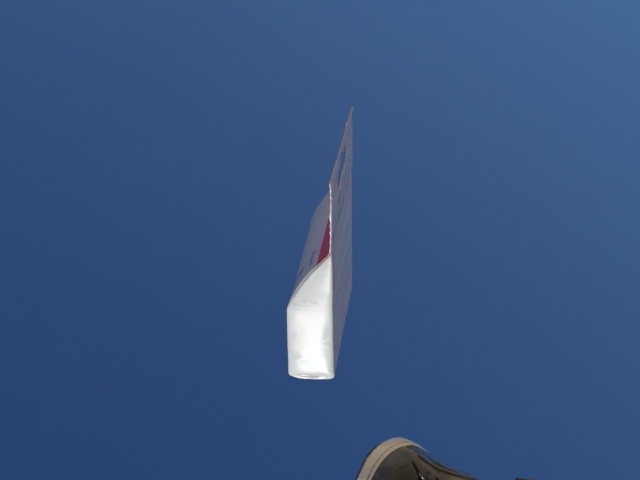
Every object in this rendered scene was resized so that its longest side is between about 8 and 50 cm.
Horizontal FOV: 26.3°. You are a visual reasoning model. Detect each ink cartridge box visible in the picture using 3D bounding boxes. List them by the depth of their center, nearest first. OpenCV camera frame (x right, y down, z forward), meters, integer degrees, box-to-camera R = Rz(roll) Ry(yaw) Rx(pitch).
[{"bbox_3d":[0.000,0.000,1.402,0.056,0.225,0.181,2,-150,8],"label":"ink cartridge box"}]

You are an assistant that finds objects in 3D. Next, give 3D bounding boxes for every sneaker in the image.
[{"bbox_3d":[0.142,0.248,1.256,0.163,0.086,0.226,15,174,37],"label":"sneaker"}]
